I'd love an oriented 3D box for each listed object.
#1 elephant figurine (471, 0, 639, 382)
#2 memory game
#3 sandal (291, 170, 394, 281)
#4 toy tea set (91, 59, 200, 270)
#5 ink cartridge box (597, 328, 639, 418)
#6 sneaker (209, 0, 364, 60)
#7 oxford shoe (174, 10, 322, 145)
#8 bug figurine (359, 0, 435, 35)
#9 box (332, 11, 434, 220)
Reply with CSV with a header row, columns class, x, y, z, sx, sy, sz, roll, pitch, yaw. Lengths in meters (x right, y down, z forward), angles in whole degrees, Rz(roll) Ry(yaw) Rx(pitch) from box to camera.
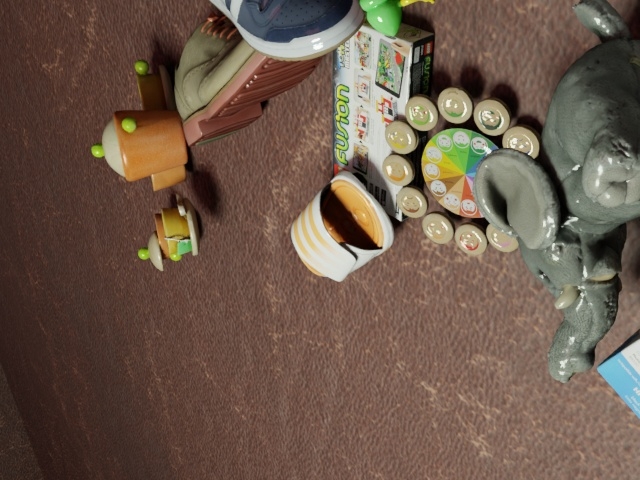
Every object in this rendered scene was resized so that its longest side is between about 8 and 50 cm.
class,x,y,z,sx,sy,sz,roll,pitch,yaw
elephant figurine,0.208,-0.029,0.683,0.169,0.186,0.239,25,145,-8
memory game,0.141,-0.065,0.842,0.186,0.012,0.186,20,130,26
sandal,0.007,0.008,1.013,0.102,0.076,0.265,49,156,4
toy tea set,-0.255,-0.081,1.234,0.200,0.124,0.336,-116,19,-54
ink cartridge box,0.314,0.064,0.660,0.060,0.104,0.180,52,145,14
sneaker,-0.074,-0.279,0.793,0.282,0.099,0.153,43,169,44
oxford shoe,-0.106,-0.214,0.990,0.348,0.123,0.130,-22,91,60
bug figurine,0.045,-0.295,0.739,0.216,0.072,0.279,60,159,-10
box,0.062,-0.135,0.911,0.114,0.036,0.207,32,136,37
